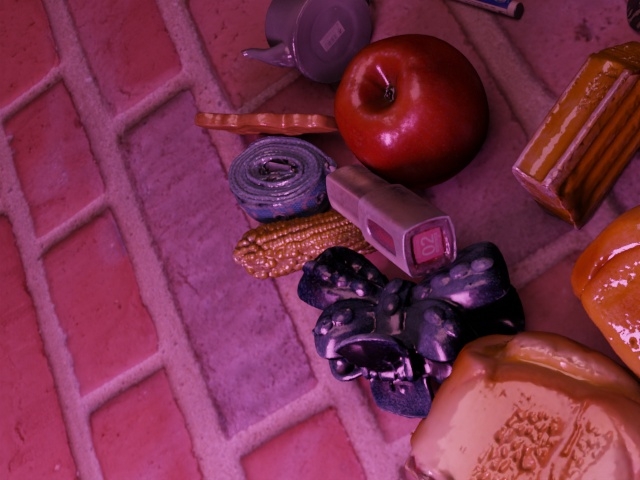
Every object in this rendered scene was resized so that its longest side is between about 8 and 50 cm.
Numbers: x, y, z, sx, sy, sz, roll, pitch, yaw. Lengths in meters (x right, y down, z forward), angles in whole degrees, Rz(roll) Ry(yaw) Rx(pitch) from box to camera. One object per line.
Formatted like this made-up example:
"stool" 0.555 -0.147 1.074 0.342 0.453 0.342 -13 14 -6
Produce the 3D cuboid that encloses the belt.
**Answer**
"belt" -0.061 -0.092 1.593 0.147 0.082 0.163 -46 52 -7

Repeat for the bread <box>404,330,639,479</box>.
"bread" 0.281 0.251 1.208 0.316 0.211 0.270 26 79 22

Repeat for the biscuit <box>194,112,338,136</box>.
"biscuit" -0.082 -0.186 1.606 0.236 0.144 0.040 7 99 32

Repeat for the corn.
"corn" 0.000 0.000 1.524 0.288 0.086 0.086 -12 65 22

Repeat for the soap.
"soap" 0.375 -0.156 1.339 0.080 0.160 0.257 34 88 35

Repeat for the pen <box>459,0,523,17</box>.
"pen" 0.230 -0.389 1.588 0.204 0.025 0.025 27 85 33

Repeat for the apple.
"apple" 0.134 -0.189 1.460 0.218 0.201 0.218 -9 73 30

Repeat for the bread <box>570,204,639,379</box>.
"bread" 0.424 0.102 1.132 0.167 0.132 0.294 -47 67 30

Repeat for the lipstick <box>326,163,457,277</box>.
"lipstick" 0.089 -0.037 1.367 0.077 0.079 0.253 -20 29 -16

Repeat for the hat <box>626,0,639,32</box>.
"hat" 0.486 -0.350 1.420 0.121 0.050 0.121 -10 69 26

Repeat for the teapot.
"teapot" -0.016 -0.357 1.648 0.239 0.162 0.149 -40 41 -21

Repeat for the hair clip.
"hair clip" 0.115 0.114 1.366 0.310 0.194 0.206 -2 48 29
